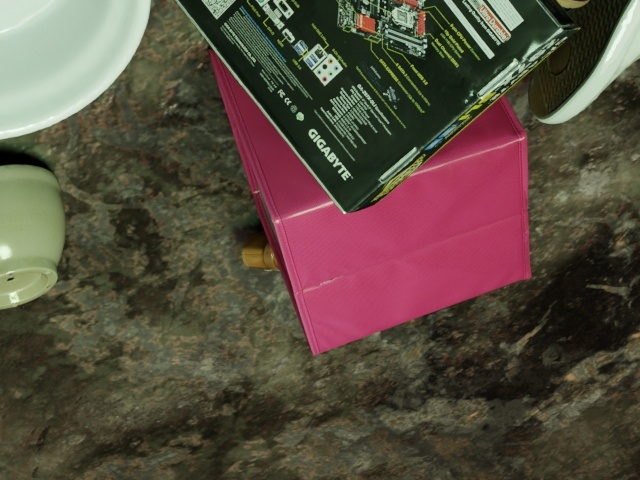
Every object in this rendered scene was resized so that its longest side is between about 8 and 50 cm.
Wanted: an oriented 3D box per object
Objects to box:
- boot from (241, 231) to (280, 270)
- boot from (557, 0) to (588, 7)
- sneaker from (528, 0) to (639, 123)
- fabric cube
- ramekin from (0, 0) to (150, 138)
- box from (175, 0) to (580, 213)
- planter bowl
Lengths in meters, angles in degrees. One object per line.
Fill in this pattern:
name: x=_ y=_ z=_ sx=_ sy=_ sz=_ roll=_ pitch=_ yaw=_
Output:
boot: x=0.000 y=0.000 z=1.627 sx=0.152 sy=0.073 sz=0.197 roll=-8 pitch=178 yaw=19
boot: x=0.257 y=-0.348 z=1.296 sx=0.207 sy=0.090 sz=0.248 roll=-39 pitch=136 yaw=25
sneaker: x=0.345 y=-0.229 z=1.439 sx=0.123 sy=0.106 sz=0.290 roll=11 pitch=133 yaw=-31
fabric cube: x=0.056 y=-0.078 z=1.407 sx=0.258 sy=0.254 sz=0.259 roll=-20 pitch=143 yaw=-4
ramekin: x=-0.294 y=-0.232 z=1.127 sx=0.277 sy=0.135 sz=0.277 roll=-14 pitch=139 yaw=-13
box: x=0.026 y=-0.224 z=1.164 sx=0.257 sy=0.322 sz=0.079 roll=-41 pitch=173 yaw=23
planter bowl: x=-0.342 y=0.007 z=1.405 sx=0.162 sy=0.109 sz=0.162 roll=-19 pitch=160 yaw=-7
